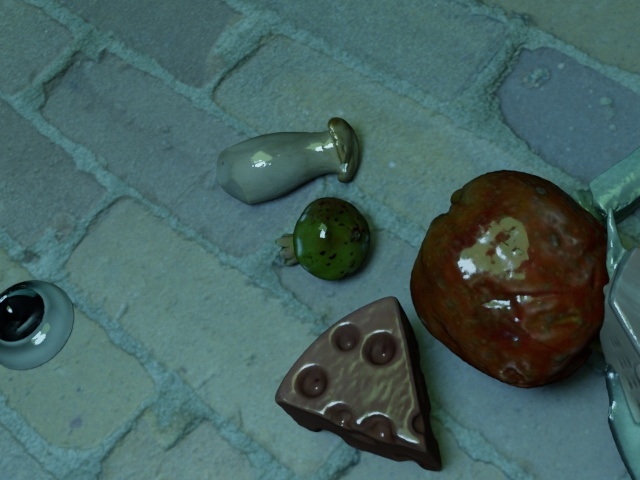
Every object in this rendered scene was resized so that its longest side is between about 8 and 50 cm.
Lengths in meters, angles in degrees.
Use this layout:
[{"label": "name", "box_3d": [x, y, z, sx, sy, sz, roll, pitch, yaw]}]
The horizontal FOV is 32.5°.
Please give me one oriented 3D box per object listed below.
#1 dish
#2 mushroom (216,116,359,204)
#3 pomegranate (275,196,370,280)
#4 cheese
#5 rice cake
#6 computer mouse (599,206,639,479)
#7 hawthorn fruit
[{"label": "dish", "box_3d": [-0.438, 0.108, 1.588, 0.141, 0.078, 0.141, -7, 60, 13]}, {"label": "mushroom", "box_3d": [-0.048, -0.113, 1.592, 0.212, 0.088, 0.097, -10, 69, 4]}, {"label": "pomegranate", "box_3d": [0.000, 0.000, 1.514, 0.142, 0.114, 0.115, -12, 56, 40]}, {"label": "cheese", "box_3d": [0.042, 0.199, 1.382, 0.177, 0.128, 0.203, -14, 64, 10]}, {"label": "rice cake", "box_3d": [0.481, -0.122, 1.460, 0.336, 0.063, 0.066, -32, 62, -3]}, {"label": "computer mouse", "box_3d": [0.413, 0.137, 1.212, 0.199, 0.115, 0.389, -22, 94, -32]}, {"label": "hawthorn fruit", "box_3d": [0.236, 0.048, 1.327, 0.258, 0.258, 0.262, -21, 64, 4]}]
